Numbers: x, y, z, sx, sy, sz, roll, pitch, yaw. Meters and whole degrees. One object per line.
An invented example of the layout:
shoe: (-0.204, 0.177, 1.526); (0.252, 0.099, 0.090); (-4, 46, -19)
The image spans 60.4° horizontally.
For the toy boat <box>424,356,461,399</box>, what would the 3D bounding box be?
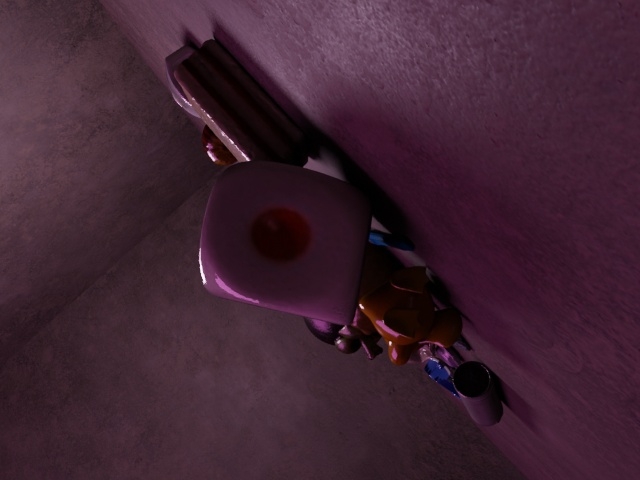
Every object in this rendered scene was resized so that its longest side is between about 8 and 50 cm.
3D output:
toy boat: (0.505, 0.517, 1.967); (0.295, 0.088, 0.129); (38, 179, -27)

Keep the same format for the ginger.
ginger: (0.113, 0.117, 1.434); (0.269, 0.200, 0.223); (51, 176, -35)

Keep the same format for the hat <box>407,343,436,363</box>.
hat: (0.306, 0.281, 1.846); (0.245, 0.149, 0.214); (-82, -16, -46)

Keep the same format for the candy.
candy: (-0.174, -0.272, 1.240); (0.321, 0.135, 0.179); (47, 174, 2)

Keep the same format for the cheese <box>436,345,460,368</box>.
cheese: (0.415, 0.375, 1.796); (0.105, 0.042, 0.191); (47, 176, 19)

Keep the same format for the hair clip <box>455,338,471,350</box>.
hair clip: (0.323, 0.225, 1.449); (0.229, 0.036, 0.066); (49, 168, -22)

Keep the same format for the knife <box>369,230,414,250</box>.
knife: (0.149, 0.000, 1.251); (0.044, 0.026, 0.296); (46, 173, -14)

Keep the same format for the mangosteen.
mangosteen: (0.084, 0.226, 1.875); (0.330, 0.330, 0.330); (47, 175, 5)

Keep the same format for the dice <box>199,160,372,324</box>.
dice: (-0.058, 0.013, 1.127); (0.303, 0.277, 0.304); (10, 173, 6)

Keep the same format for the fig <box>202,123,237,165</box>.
fig: (-0.330, -0.356, 1.847); (0.202, 0.148, 0.149); (63, 158, 18)

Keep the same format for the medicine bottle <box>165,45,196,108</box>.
medicine bottle: (-0.370, -0.448, 1.593); (0.179, 0.124, 0.324); (54, 172, -16)

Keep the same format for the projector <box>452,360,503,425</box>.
projector: (0.467, 0.454, 1.610); (0.108, 0.108, 0.337); (43, 173, 37)

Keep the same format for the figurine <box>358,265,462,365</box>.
figurine: (0.197, 0.172, 1.245); (0.228, 0.215, 0.215); (37, -177, -38)
